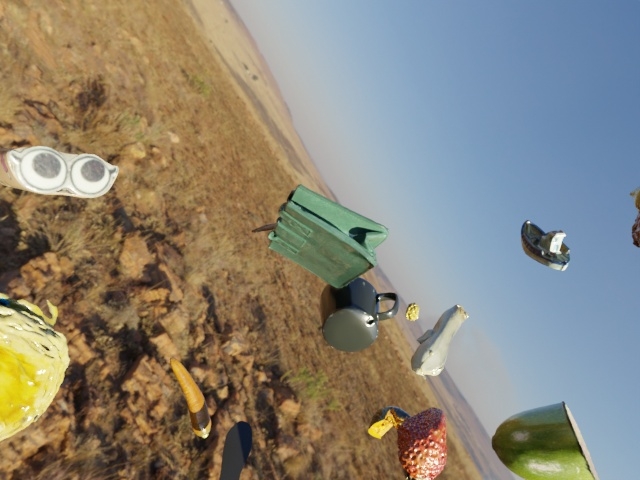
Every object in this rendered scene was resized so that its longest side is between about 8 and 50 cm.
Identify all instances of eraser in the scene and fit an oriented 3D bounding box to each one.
[{"bbox_3d":[-0.541,-0.137,0.799,0.290,0.087,0.171,10,4,43],"label":"eraser"}]

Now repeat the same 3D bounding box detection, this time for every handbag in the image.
[{"bbox_3d":[0.001,0.000,0.956,0.238,0.089,0.326,30,-20,-5],"label":"handbag"}]

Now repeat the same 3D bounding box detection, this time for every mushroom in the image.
[{"bbox_3d":[0.367,0.301,1.241,0.099,0.278,0.096,10,-42,44],"label":"mushroom"}]

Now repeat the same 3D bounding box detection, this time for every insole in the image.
[{"bbox_3d":[-0.247,0.630,1.154,0.086,0.005,0.253,30,32,-14],"label":"insole"}]

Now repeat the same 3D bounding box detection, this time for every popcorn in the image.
[{"bbox_3d":[0.409,0.314,1.807,0.082,0.057,0.083,81,25,-51],"label":"popcorn"}]

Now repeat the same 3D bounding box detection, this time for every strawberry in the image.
[{"bbox_3d":[0.308,0.568,1.148,0.175,0.106,0.236,32,51,-14],"label":"strawberry"}]

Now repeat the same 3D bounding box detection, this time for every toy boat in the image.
[{"bbox_3d":[0.768,0.001,1.392,0.262,0.114,0.115,-100,-172,-68],"label":"toy boat"}]

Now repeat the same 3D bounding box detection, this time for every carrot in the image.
[{"bbox_3d":[-0.407,0.490,1.289,0.062,0.066,0.271,-34,-105,63],"label":"carrot"}]

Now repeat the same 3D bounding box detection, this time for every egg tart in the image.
[{"bbox_3d":[-0.641,0.209,0.680,0.169,0.387,0.388,46,-5,43],"label":"egg tart"}]

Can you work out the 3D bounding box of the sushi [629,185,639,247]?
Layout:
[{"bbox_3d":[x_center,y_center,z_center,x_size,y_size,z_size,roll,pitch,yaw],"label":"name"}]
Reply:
[{"bbox_3d":[0.839,-0.072,0.919,0.236,0.270,0.170,34,19,34],"label":"sushi"}]

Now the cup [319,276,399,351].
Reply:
[{"bbox_3d":[0.104,0.193,1.103,0.177,0.222,0.169,-78,154,-64],"label":"cup"}]

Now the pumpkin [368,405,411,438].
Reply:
[{"bbox_3d":[0.282,0.700,1.569,0.108,0.183,0.119,-71,158,-49],"label":"pumpkin"}]

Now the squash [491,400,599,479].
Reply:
[{"bbox_3d":[0.812,0.786,1.506,0.310,0.308,0.310,47,28,-35],"label":"squash"}]

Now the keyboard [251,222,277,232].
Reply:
[{"bbox_3d":[-0.148,-0.042,1.235,0.204,0.061,0.013,-3,-72,60],"label":"keyboard"}]
